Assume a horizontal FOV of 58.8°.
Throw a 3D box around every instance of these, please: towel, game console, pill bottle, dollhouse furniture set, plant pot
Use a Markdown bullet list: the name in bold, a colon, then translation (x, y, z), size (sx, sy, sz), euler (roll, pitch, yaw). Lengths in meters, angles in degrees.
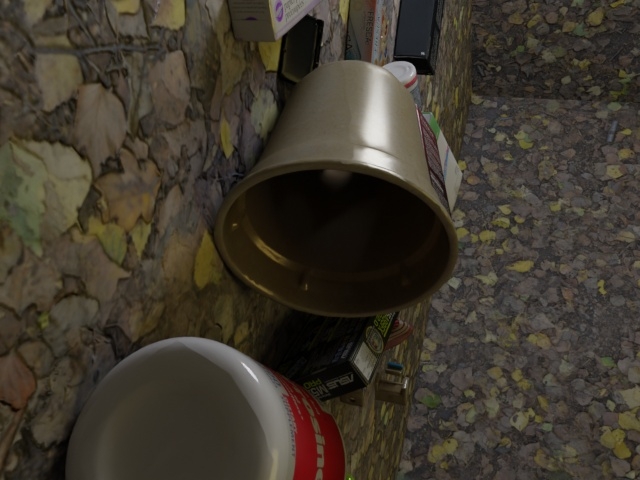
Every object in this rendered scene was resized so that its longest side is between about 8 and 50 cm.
- **towel**: translation (0.092, 0.254, 1.297), size (0.037, 0.237, 0.329), euler (57, 9, 19)
- **game console**: translation (-0.038, -0.320, 0.977), size (0.107, 0.071, 0.122), euler (-168, -94, -79)
- **pill bottle**: translation (0.206, -0.356, 1.467), size (0.180, 0.107, 0.108), euler (68, 34, -43)
- **dollhouse furniture set**: translation (0.155, 0.371, 1.541), size (0.129, 0.183, 0.129), euler (-62, 153, -45)
- **plant pot**: translation (0.034, -0.098, 0.874), size (0.334, 0.333, 0.306), euler (75, 17, -48)
- **pill bottle**: translation (-0.095, 0.274, 0.705), size (0.408, 0.228, 0.229), euler (57, 44, -63)

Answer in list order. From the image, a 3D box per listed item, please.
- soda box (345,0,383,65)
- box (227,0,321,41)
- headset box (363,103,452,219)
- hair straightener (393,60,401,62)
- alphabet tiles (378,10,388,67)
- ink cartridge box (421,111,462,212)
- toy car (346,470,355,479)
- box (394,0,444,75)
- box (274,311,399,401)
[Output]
- **soda box**: translation (0.095, -0.446, 1.233), size (0.058, 0.062, 0.183), euler (-15, 111, -69)
- **box**: translation (-0.038, -0.389, 0.867), size (0.324, 0.067, 0.063), euler (-62, 153, -47)
- **headset box**: translation (0.117, -0.105, 1.079), size (0.110, 0.218, 0.293), euler (41, 38, -48)
- **hair straightener**: translation (0.198, -0.382, 1.583), size (0.089, 0.047, 0.231), euler (57, 44, -62)
- **alphabet tiles**: translation (0.139, -0.469, 1.438), size (0.198, 0.009, 0.237), euler (42, 57, -67)
- **ink cartridge box**: translation (0.194, -0.177, 1.331), size (0.278, 0.201, 0.117), euler (41, 62, -55)
- **toy car**: translation (0.044, 0.680, 1.444), size (0.136, 0.159, 0.182), euler (-10, 111, -32)
- **box**: translation (0.298, -0.647, 1.688), size (0.184, 0.103, 0.261), euler (0, 98, -74)
- **box**: translation (0.029, 0.196, 1.073), size (0.060, 0.216, 0.270), euler (54, 32, -11)
